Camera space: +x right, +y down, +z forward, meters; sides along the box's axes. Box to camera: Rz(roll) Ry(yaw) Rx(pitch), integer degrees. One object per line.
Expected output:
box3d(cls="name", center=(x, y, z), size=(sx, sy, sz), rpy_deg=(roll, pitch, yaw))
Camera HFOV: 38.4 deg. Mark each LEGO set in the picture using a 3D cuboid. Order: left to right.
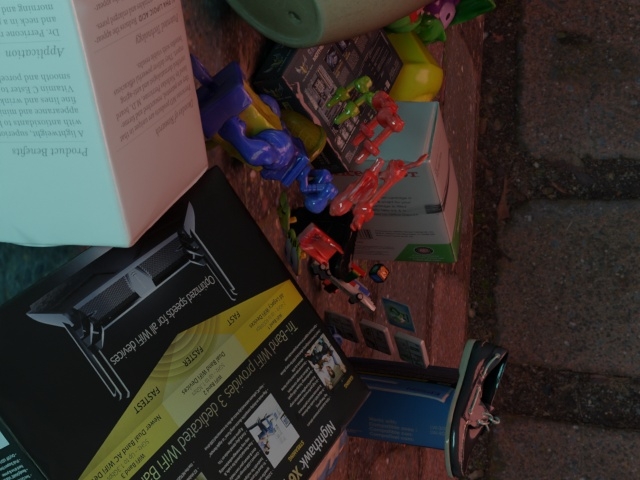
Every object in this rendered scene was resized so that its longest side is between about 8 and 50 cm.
box3d(cls="LEGO set", center=(0.082, 0.097, 1.472), size=(0.060, 0.182, 0.244), rpy_deg=(-56, 147, -27))

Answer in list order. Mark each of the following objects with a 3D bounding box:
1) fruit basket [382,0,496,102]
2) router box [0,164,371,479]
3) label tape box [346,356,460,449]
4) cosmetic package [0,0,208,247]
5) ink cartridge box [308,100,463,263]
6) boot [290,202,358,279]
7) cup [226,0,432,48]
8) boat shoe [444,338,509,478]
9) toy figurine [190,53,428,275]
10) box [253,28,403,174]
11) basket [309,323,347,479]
box3d(cls="fruit basket", center=(0.142, -0.343, 1.525), size=(0.392, 0.283, 0.392), rpy_deg=(-16, 90, -71))
box3d(cls="router box", center=(-0.113, 0.110, 0.689), size=(0.243, 0.081, 0.309), rpy_deg=(57, 36, -7))
box3d(cls="label tape box", center=(0.110, 0.261, 1.468), size=(0.348, 0.249, 0.115), rpy_deg=(4, 90, -71))
box3d(cls="cosmetic package", center=(-0.189, -0.108, 0.666), size=(0.151, 0.151, 0.183), rpy_deg=(-58, 147, -57))
box3d(cls="ink cartridge box", center=(0.103, -0.089, 1.466), size=(0.289, 0.211, 0.121), rpy_deg=(66, 32, -54))
box3d(cls="boot", center=(0.000, 0.000, 1.341), size=(0.045, 0.099, 0.121), rpy_deg=(66, 33, -56))
box3d(cls="cup", center=(0.003, -0.361, 1.049), size=(0.237, 0.331, 0.331), rpy_deg=(-51, 147, -20))
box3d(cls="boat shoe", center=(0.223, 0.240, 1.309), size=(0.075, 0.065, 0.206), rpy_deg=(56, 45, -58))
box3d(cls="toy figurine", center=(-0.053, -0.149, 1.011), size=(0.217, 0.191, 0.362), rpy_deg=(40, 15, -23))
box3d(cls="box", center=(0.018, -0.237, 1.296), size=(0.183, 0.059, 0.232), rpy_deg=(52, 50, -37))
box3d(cls="basket", center=(-0.092, 0.145, 0.918), size=(0.255, 0.201, 0.289), rpy_deg=(-49, 132, -58))
